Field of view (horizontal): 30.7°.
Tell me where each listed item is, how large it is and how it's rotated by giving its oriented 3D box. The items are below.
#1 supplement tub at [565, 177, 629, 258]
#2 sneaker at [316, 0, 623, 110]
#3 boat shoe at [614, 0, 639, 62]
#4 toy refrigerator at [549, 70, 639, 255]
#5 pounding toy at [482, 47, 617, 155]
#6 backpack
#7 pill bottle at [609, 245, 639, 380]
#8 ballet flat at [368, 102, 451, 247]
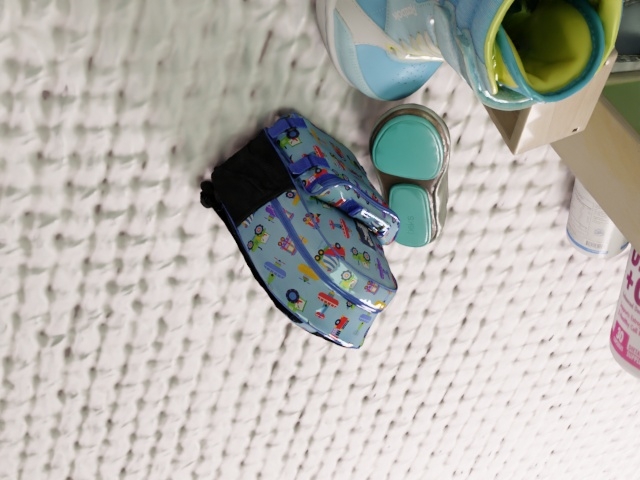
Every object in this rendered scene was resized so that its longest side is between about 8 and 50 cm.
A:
[{"bbox_3d":[0.297,-0.039,1.215,0.071,0.071,0.107,-18,140,-14],"label":"supplement tub"},{"bbox_3d":[0.096,-0.145,0.819,0.127,0.208,0.319,-13,156,-18],"label":"sneaker"},{"bbox_3d":[0.330,-0.200,1.049,0.254,0.079,0.095,-13,139,-21],"label":"boat shoe"},{"bbox_3d":[0.333,-0.045,1.069,0.102,0.269,0.094,-8,137,-25],"label":"toy refrigerator"},{"bbox_3d":[0.181,-0.174,0.960,0.100,0.141,0.130,-20,155,-12],"label":"pounding toy"},{"bbox_3d":[0.000,0.000,0.984,0.117,0.173,0.158,-41,140,14],"label":"backpack"},{"bbox_3d":[0.410,0.010,1.229,0.160,0.160,0.283,-8,119,-26],"label":"pill bottle"},{"bbox_3d":[0.083,-0.072,1.041,0.072,0.068,0.213,10,150,10],"label":"ballet flat"}]
